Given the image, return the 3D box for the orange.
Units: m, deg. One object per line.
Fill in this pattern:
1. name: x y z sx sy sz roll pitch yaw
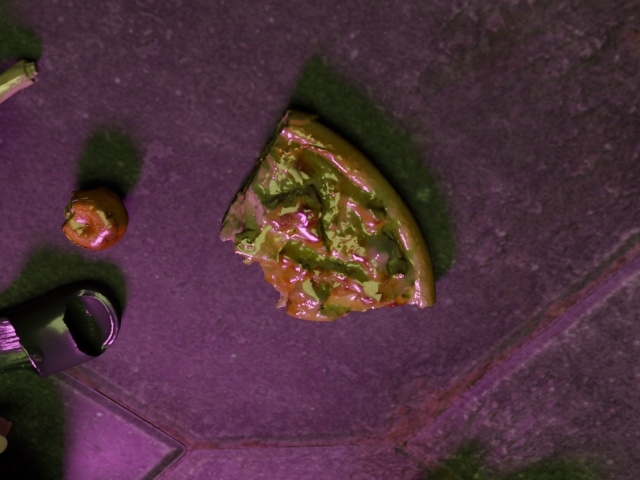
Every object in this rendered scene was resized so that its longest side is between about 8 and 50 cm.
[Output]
1. orange: -0.272 -0.029 1.286 0.086 0.062 0.086 10 121 16

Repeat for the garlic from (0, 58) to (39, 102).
1. garlic: -0.423 -0.146 1.188 0.226 0.199 0.199 -39 118 -12

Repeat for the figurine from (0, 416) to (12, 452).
1. figurine: -0.545 0.228 1.413 0.141 0.162 0.237 -3 137 50

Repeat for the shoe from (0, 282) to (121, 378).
1. shoe: -0.377 0.139 1.381 0.241 0.093 0.108 -15 119 14

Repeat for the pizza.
1. pizza: 0.000 0.000 1.280 0.223 0.089 0.323 -30 116 16
